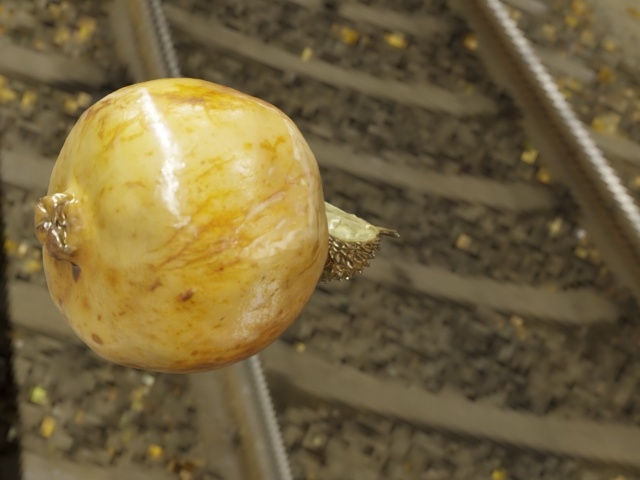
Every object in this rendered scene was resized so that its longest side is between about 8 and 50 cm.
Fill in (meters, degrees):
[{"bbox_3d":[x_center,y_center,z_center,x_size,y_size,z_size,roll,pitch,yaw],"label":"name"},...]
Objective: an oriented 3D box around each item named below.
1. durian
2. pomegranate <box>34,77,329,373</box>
[{"bbox_3d":[-0.001,0.000,1.613,0.140,0.071,0.110,14,25,-17],"label":"durian"},{"bbox_3d":[-0.112,-0.011,1.422,0.248,0.248,0.248,19,26,-10],"label":"pomegranate"}]
